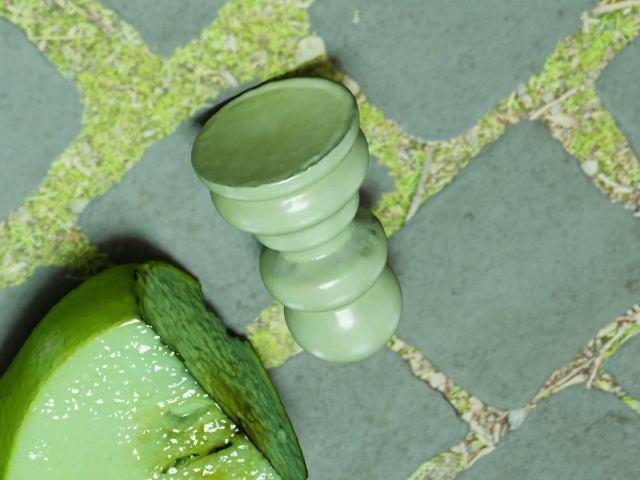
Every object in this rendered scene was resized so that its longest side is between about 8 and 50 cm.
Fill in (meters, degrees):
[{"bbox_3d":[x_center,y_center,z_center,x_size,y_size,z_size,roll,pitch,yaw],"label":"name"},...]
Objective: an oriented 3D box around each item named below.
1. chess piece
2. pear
[{"bbox_3d":[0.000,0.000,1.571,0.144,0.144,0.251,-25,128,-2],"label":"chess piece"},{"bbox_3d":[-0.175,0.172,1.597,0.292,0.159,0.292,-6,118,-11],"label":"pear"}]
